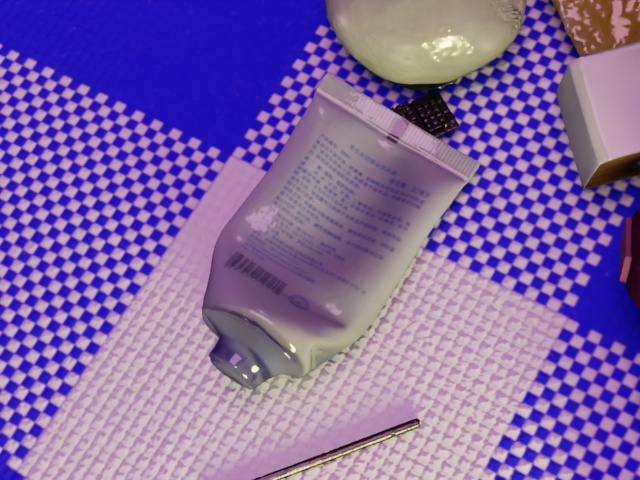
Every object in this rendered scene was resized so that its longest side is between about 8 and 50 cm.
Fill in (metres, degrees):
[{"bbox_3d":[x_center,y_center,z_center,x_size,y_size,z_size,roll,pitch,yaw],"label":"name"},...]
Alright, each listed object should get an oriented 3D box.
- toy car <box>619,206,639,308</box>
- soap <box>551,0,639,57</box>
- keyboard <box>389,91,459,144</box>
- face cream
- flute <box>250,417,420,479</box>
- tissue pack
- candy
[{"bbox_3d":[0.522,-0.017,1.597,0.340,0.240,0.271,7,38,6],"label":"toy car"},{"bbox_3d":[0.415,-0.454,1.934,0.306,0.115,0.427,-19,64,1],"label":"soap"},{"bbox_3d":[0.066,-0.130,1.863,0.231,0.023,0.072,-24,53,-5],"label":"keyboard"},{"bbox_3d":[0.000,0.000,1.756,0.235,0.137,0.420,31,69,7],"label":"face cream"},{"bbox_3d":[-0.005,0.264,1.693,0.269,0.014,0.014,-20,64,-3],"label":"flute"},{"bbox_3d":[0.434,-0.173,1.753,0.246,0.159,0.136,-15,80,0],"label":"tissue pack"},{"bbox_3d":[0.137,-0.342,1.876,0.295,0.185,0.295,-4,68,9],"label":"candy"}]
